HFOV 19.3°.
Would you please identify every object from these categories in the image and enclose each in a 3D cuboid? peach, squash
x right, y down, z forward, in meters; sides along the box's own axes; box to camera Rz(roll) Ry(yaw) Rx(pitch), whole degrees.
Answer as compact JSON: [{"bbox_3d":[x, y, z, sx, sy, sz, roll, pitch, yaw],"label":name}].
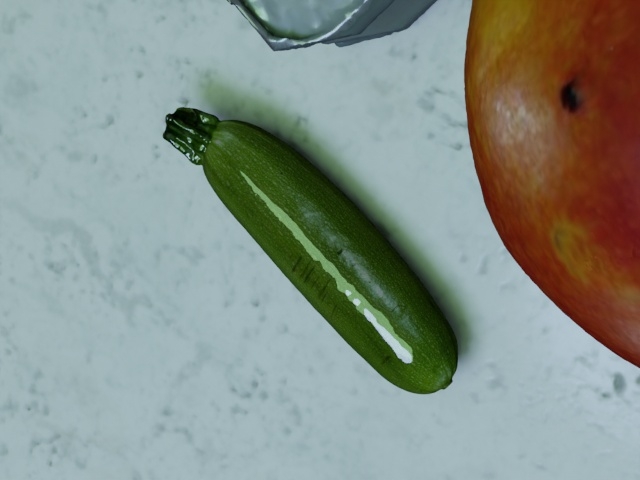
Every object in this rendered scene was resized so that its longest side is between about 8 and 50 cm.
[{"bbox_3d":[0.250,-0.081,0.949,0.388,0.388,0.388,6,105,22],"label":"peach"},{"bbox_3d":[0.000,0.000,1.228,0.252,0.066,0.066,48,116,5],"label":"squash"}]

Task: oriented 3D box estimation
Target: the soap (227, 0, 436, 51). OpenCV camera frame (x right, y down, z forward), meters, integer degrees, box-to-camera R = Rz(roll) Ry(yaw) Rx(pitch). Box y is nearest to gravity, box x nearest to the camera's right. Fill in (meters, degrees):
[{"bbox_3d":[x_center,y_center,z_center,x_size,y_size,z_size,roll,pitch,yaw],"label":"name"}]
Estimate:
[{"bbox_3d":[0.023,-0.282,1.104,0.302,0.159,0.257,-41,83,25],"label":"soap"}]
